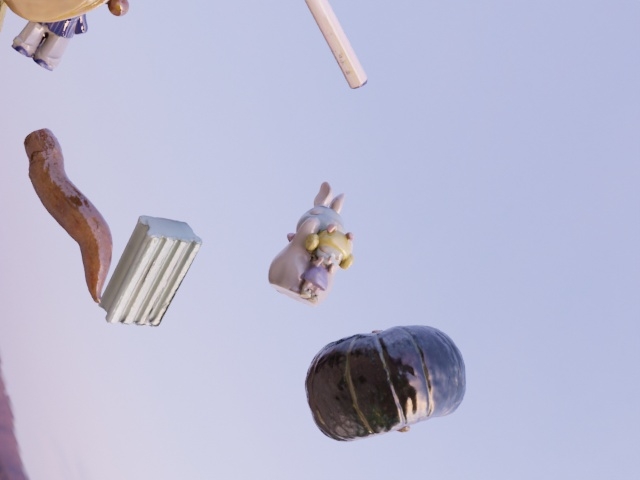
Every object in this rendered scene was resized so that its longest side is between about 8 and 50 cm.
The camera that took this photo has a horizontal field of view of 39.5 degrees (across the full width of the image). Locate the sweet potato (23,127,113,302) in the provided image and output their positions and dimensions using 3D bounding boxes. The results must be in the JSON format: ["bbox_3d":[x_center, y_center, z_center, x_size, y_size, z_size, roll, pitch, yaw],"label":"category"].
[{"bbox_3d":[-0.355,-0.043,1.277,0.281,0.067,0.059,55,-22,22],"label":"sweet potato"}]

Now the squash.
[{"bbox_3d":[0.102,0.221,1.395,0.252,0.252,0.165,150,-67,-65],"label":"squash"}]

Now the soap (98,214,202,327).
[{"bbox_3d":[-0.302,0.057,1.577,0.198,0.114,0.063,-59,-135,21],"label":"soap"}]

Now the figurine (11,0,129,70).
[{"bbox_3d":[-0.435,-0.435,1.591,0.133,0.193,0.275,-111,-148,-78],"label":"figurine"}]

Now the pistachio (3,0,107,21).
[{"bbox_3d":[-0.404,-0.394,1.357,0.117,0.200,0.145,39,67,-78],"label":"pistachio"}]

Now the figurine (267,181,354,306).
[{"bbox_3d":[0.000,0.000,1.688,0.127,0.236,0.155,28,-10,-12],"label":"figurine"}]

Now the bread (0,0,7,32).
[{"bbox_3d":[-0.654,-0.436,1.432,0.405,0.345,0.242,-62,-166,13],"label":"bread"}]

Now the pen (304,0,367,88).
[{"bbox_3d":[-0.004,-0.326,1.230,0.033,0.033,0.269,21,-33,58],"label":"pen"}]
